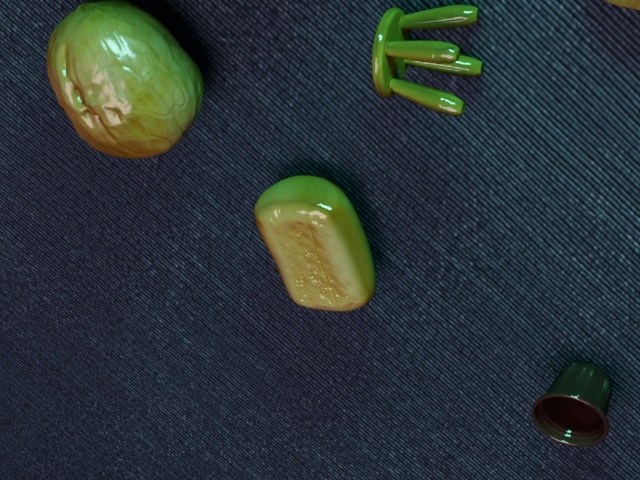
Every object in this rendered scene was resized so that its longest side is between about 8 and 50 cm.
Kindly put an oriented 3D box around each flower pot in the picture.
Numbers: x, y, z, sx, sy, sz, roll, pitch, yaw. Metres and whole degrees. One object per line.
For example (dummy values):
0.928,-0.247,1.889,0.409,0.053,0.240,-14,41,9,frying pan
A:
0.363,0.223,2.291,0.111,0.089,0.111,16,138,15,flower pot

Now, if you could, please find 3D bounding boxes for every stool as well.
0.130,-0.221,1.964,0.110,0.134,0.135,8,180,19,stool

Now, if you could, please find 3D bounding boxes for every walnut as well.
-0.262,-0.216,2.155,0.195,0.195,0.221,-15,115,41,walnut

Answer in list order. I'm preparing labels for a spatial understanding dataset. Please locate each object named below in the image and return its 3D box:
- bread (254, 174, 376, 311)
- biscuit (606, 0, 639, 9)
0.000,0.000,2.278,0.147,0.098,0.217,5,136,26,bread
0.440,-0.361,1.667,0.385,0.062,0.365,13,139,20,biscuit
